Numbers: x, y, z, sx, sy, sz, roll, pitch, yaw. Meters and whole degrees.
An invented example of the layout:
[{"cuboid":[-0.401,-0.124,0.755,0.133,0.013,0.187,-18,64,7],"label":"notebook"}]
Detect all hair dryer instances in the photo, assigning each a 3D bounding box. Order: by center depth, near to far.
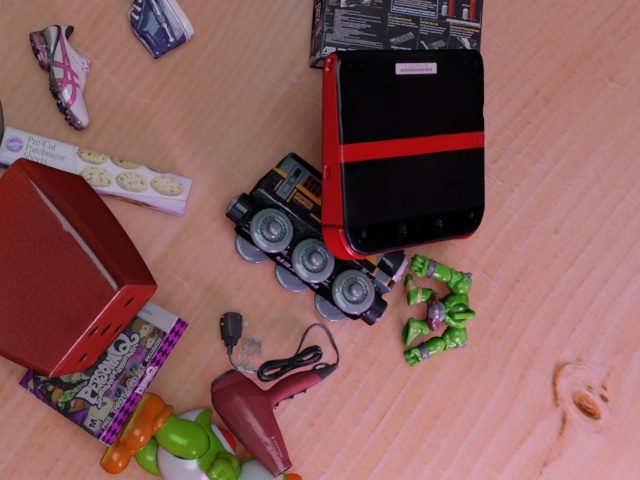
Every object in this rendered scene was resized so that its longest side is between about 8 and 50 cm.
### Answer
[{"cuboid":[-0.073,0.252,1.844,0.223,0.080,0.294,10,59,-10],"label":"hair dryer"}]

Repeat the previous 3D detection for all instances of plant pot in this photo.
[{"cuboid":[-0.411,0.062,1.682,0.235,0.267,0.267,41,93,9],"label":"plant pot"}]

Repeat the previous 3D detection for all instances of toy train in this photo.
[{"cuboid":[0.000,0.000,1.908,0.334,0.142,0.190,37,69,-7],"label":"toy train"}]

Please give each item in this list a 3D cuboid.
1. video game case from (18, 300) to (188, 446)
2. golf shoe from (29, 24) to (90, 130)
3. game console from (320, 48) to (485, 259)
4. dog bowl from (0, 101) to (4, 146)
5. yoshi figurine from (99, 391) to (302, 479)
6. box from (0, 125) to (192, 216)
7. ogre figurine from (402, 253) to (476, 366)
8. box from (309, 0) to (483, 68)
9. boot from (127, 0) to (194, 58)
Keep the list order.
[{"cuboid":[-0.355,0.187,1.790,0.210,0.042,0.232,25,77,33],"label":"video game case"},{"cuboid":[-0.425,-0.280,1.867,0.086,0.067,0.186,-22,90,-15],"label":"golf shoe"},{"cuboid":[0.147,-0.152,1.870,0.386,0.060,0.342,-10,101,-44],"label":"game console"},{"cuboid":[-0.697,-0.201,1.780,0.348,0.102,0.349,1,84,-13],"label":"dog bowl"},{"cuboid":[-0.183,0.417,1.805,0.362,0.203,0.203,31,95,-11],"label":"yoshi figurine"},{"cuboid":[-0.381,-0.114,1.863,0.323,0.063,0.067,17,81,-11],"label":"box"},{"cuboid":[0.210,0.127,1.959,0.118,0.097,0.197,2,82,-9],"label":"ogre figurine"},{"cuboid":[0.143,-0.421,2.005,0.307,0.076,0.243,5,83,-13],"label":"box"},{"cuboid":[-0.305,-0.413,1.905,0.086,0.069,0.190,-37,95,-16],"label":"boot"}]
